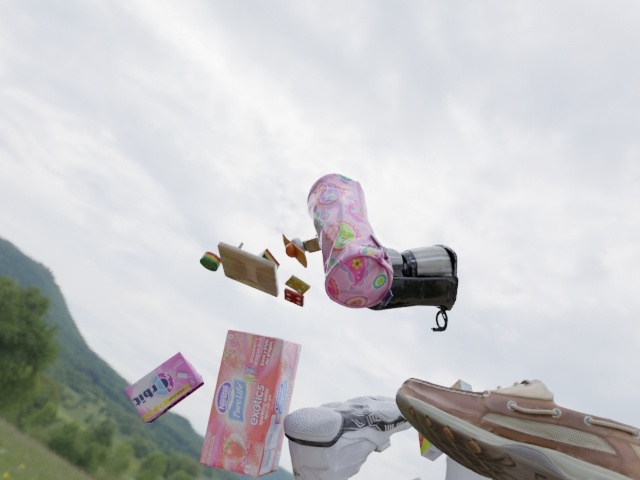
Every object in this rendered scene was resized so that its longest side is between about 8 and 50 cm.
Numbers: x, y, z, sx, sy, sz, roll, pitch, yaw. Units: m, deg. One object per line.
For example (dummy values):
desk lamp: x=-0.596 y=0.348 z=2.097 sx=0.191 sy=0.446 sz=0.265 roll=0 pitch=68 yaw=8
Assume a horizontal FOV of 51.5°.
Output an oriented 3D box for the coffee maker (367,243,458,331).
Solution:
coffee maker: x=0.166 y=0.091 z=1.270 sx=0.178 sy=0.171 sz=0.120 roll=-1 pitch=-15 yaw=-26

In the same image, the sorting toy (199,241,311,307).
sorting toy: x=-0.137 y=0.054 z=1.422 sx=0.274 sy=0.046 sz=0.132 roll=21 pitch=-30 yaw=14

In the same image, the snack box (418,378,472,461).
snack box: x=0.251 y=0.359 z=1.327 sx=0.037 sy=0.100 sz=0.141 roll=29 pitch=-60 yaw=-19

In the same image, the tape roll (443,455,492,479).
tape roll: x=0.353 y=0.421 z=1.132 sx=0.285 sy=0.100 sz=0.286 roll=10 pitch=-31 yaw=6

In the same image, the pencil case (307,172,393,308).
pencil case: x=0.049 y=-0.005 z=1.168 sx=0.124 sy=0.124 sz=0.284 roll=46 pitch=16 yaw=-32

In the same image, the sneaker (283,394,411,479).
sneaker: x=0.078 y=0.492 z=1.565 sx=0.365 sy=0.211 sz=0.137 roll=-1 pitch=5 yaw=-30

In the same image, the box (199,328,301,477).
box: x=-0.154 y=0.365 z=1.507 sx=0.142 sy=0.300 sz=0.154 roll=8 pitch=-10 yaw=15

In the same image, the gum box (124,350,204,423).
gum box: x=-0.420 y=0.397 z=1.811 sx=0.107 sy=0.188 sz=0.062 roll=52 pitch=-11 yaw=13

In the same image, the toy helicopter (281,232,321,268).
toy helicopter: x=0.000 y=0.000 z=1.743 sx=0.234 sy=0.140 sz=0.355 roll=-14 pitch=1 yaw=6

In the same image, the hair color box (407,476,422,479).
hair color box: x=0.047 y=0.524 z=0.993 sx=0.185 sy=0.338 sz=0.110 roll=59 pitch=-19 yaw=18

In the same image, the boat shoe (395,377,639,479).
boat shoe: x=0.252 y=0.237 z=0.826 sx=0.324 sy=0.116 sz=0.123 roll=18 pitch=-31 yaw=25
